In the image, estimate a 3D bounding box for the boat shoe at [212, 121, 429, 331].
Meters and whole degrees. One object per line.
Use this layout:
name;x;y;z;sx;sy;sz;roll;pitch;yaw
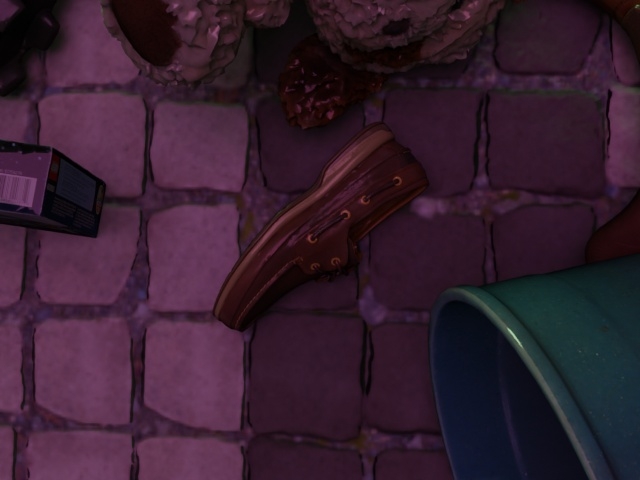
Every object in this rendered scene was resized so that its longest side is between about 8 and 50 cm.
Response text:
boat shoe;0.000;0.000;0.663;0.060;0.064;0.178;44;89;11

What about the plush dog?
plush dog;0.021;-0.192;0.613;0.263;0.225;0.210;-29;43;28

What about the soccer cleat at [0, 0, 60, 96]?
soccer cleat;-0.198;-0.256;0.686;0.143;0.116;0.331;43;92;9

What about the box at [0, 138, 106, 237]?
box;-0.274;-0.045;0.639;0.233;0.159;0.044;9;86;-1

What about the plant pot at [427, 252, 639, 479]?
plant pot;0.228;0.118;0.534;0.255;0.271;0.271;-17;83;-8

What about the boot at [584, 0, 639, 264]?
boot;0.197;-0.142;0.637;0.280;0.096;0.264;47;108;16
